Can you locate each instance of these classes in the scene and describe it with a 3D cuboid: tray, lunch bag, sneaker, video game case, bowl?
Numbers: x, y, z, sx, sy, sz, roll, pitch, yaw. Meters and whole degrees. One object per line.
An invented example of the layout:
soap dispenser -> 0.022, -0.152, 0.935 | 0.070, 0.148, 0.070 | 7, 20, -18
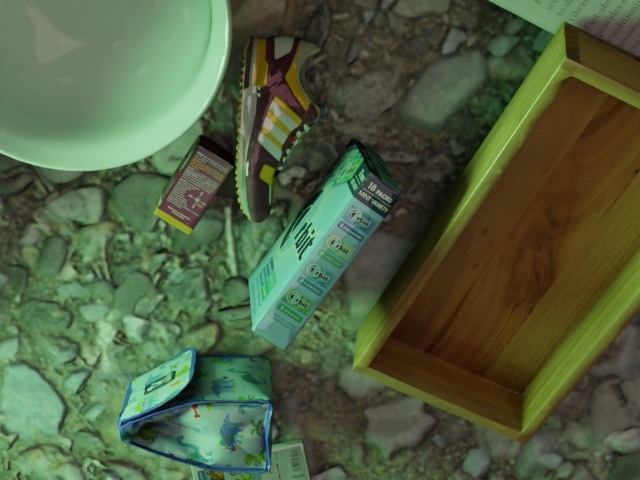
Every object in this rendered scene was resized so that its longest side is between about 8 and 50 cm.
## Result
tray -> 0.212, 0.009, 1.293 | 0.203, 0.076, 0.411 | 24, 127, -10
lunch bag -> -0.123, 0.168, 1.364 | 0.151, 0.129, 0.096 | 1, 104, -2
sneaker -> -0.038, -0.105, 1.324 | 0.084, 0.069, 0.185 | 2, 107, 0
video game case -> -0.071, 0.264, 1.456 | 0.122, 0.011, 0.087 | -11, 107, -1
bowl -> -0.220, -0.223, 1.230 | 0.298, 0.134, 0.297 | 2, 120, 3

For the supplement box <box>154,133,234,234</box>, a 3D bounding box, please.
supplement box -> -0.124, -0.055, 1.340 | 0.043, 0.055, 0.083 | 32, 103, -11

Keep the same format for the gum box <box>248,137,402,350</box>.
gum box -> 0.000, 0.000, 1.311 | 0.041, 0.157, 0.184 | 34, 100, -12

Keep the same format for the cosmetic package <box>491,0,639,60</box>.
cosmetic package -> 0.271, -0.297, 1.194 | 0.453, 0.161, 0.230 | 25, 127, -14
